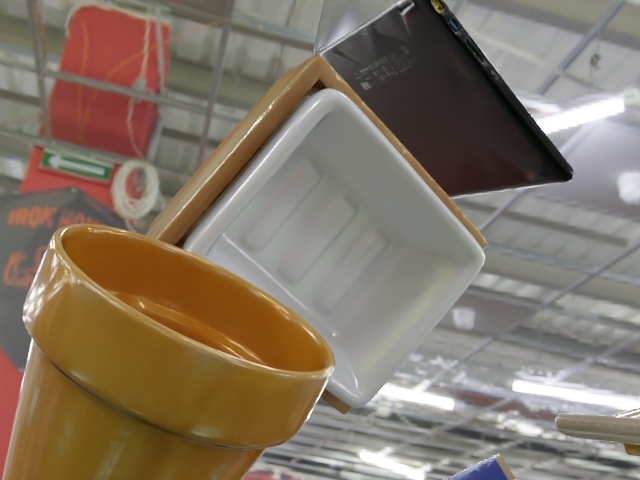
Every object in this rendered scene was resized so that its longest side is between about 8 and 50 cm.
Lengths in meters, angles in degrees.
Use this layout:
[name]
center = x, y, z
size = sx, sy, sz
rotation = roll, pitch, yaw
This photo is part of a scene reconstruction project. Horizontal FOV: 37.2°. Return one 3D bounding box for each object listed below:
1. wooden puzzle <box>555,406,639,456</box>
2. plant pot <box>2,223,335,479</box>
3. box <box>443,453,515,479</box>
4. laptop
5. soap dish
[wooden puzzle]
center = 0.334, 0.135, 0.730
size = 0.238, 0.044, 0.221
rotation = -8, -6, -15
[plant pot]
center = -0.122, 0.118, 0.647
size = 0.205, 0.188, 0.205
rotation = 27, 9, -4
[box]
center = 0.073, 0.270, 0.892
size = 0.225, 0.037, 0.136
rotation = -10, -27, -49
[laptop]
center = 0.152, -0.282, 1.170
size = 0.408, 0.236, 0.382
rotation = 49, -14, -11
[soap dish]
center = 0.000, 0.000, 0.896
size = 0.291, 0.229, 0.118
rotation = 43, -5, -35
